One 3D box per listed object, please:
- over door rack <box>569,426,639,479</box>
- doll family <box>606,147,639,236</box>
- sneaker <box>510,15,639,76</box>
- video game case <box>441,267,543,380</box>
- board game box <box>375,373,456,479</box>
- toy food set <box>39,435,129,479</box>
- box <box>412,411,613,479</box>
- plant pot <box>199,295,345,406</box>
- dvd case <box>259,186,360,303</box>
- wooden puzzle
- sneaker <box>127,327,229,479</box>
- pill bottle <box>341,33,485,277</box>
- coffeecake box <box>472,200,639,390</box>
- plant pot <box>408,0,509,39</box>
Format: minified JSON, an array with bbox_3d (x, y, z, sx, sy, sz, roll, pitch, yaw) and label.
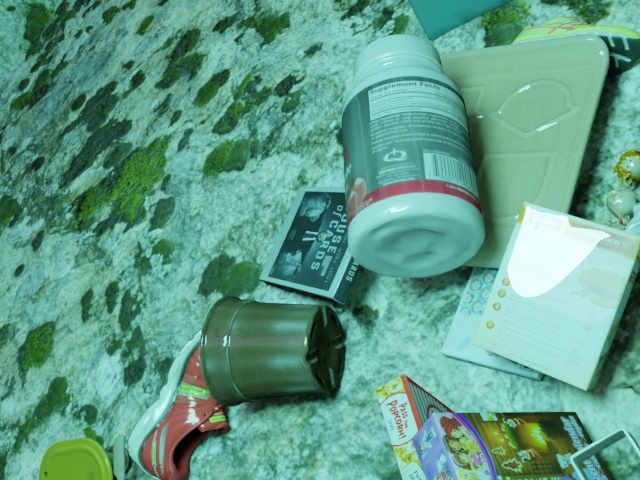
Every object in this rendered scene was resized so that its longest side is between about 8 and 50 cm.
[{"bbox_3d":[0.380,0.290,0.617,0.108,0.239,0.324,-46,45,6],"label":"over door rack"},{"bbox_3d":[0.455,-0.099,0.935,0.163,0.118,0.263,32,101,39],"label":"doll family"},{"bbox_3d":[0.380,-0.302,1.135,0.209,0.081,0.094,9,57,36],"label":"sneaker"},{"bbox_3d":[0.249,0.096,1.007,0.143,0.019,0.157,10,68,41],"label":"video game case"},{"bbox_3d":[0.140,0.269,0.883,0.045,0.147,0.193,-32,47,17],"label":"board game box"},{"bbox_3d":[-0.372,0.389,1.261,0.218,0.071,0.128,-15,77,32],"label":"toy food set"},{"bbox_3d":[0.232,0.308,0.752,0.293,0.201,0.057,-109,35,-41],"label":"box"},{"bbox_3d":[-0.063,0.159,1.113,0.165,0.167,0.167,-6,58,26],"label":"plant pot"},{"bbox_3d":[0.000,0.000,1.200,0.239,0.030,0.179,7,71,59],"label":"dvd case"},{"bbox_3d":[0.241,-0.121,1.120,0.322,0.080,0.347,3,68,41],"label":"wooden puzzle"},{"bbox_3d":[-0.183,0.252,1.200,0.118,0.107,0.279,26,82,26],"label":"sneaker"},{"bbox_3d":[0.118,-0.124,1.041,0.176,0.176,0.318,-19,54,27],"label":"pill bottle"},{"bbox_3d":[0.285,0.064,0.906,0.142,0.068,0.185,21,92,29],"label":"coffeecake box"},{"bbox_3d":[0.200,-0.509,1.301,0.165,0.234,0.165,-22,50,25],"label":"plant pot"}]
